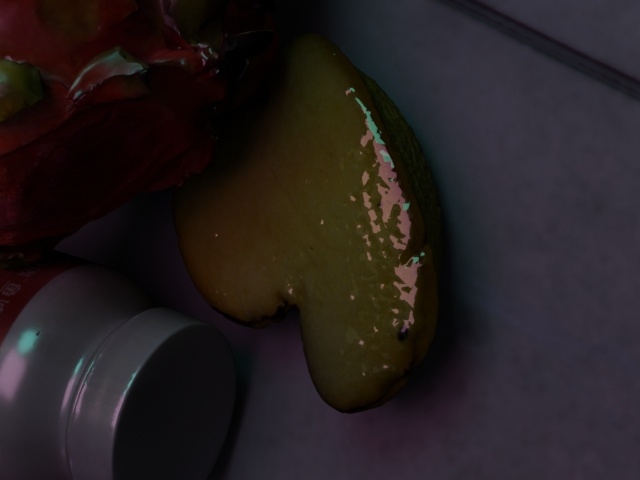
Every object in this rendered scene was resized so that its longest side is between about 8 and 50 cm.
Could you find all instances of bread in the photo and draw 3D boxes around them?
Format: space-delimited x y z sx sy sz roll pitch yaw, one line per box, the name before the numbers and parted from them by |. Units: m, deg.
bread | 0.000 0.000 0.895 0.149 0.065 0.187 -31 72 32

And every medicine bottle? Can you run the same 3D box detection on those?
medicine bottle | -0.176 0.062 0.937 0.250 0.131 0.131 17 92 29

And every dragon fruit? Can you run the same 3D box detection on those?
dragon fruit | -0.120 -0.137 0.881 0.243 0.307 0.227 57 151 2
